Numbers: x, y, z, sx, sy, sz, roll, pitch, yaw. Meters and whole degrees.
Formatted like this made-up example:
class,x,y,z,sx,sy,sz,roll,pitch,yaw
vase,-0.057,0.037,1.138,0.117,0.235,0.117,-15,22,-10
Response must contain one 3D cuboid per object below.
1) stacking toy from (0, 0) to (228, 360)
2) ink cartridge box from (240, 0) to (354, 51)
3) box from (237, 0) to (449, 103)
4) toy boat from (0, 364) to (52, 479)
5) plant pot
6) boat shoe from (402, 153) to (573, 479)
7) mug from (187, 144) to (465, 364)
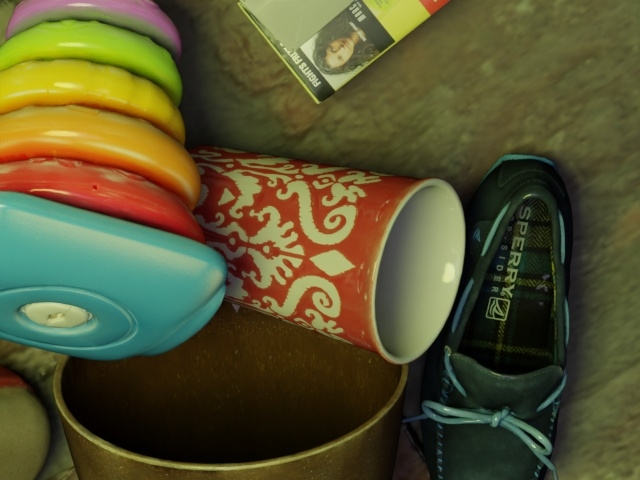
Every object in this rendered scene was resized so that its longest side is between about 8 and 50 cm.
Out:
class,x,y,z,sx,sy,sz,roll,pitch,yaw
stacking toy,-0.142,-0.091,1.151,0.166,0.175,0.302,16,62,-26
ink cartridge box,-0.027,-0.212,1.161,0.104,0.181,0.061,-38,140,9
box,0.064,-0.189,1.194,0.232,0.058,0.087,-37,99,8
toy boat,-0.294,0.158,1.257,0.151,0.151,0.231,39,102,23
plant pot,-0.049,0.177,1.224,0.215,0.215,0.230,-2,118,1
boat shoe,0.107,0.076,1.239,0.109,0.089,0.258,0,103,1
mug,-0.004,0.008,1.201,0.169,0.150,0.113,13,76,29
